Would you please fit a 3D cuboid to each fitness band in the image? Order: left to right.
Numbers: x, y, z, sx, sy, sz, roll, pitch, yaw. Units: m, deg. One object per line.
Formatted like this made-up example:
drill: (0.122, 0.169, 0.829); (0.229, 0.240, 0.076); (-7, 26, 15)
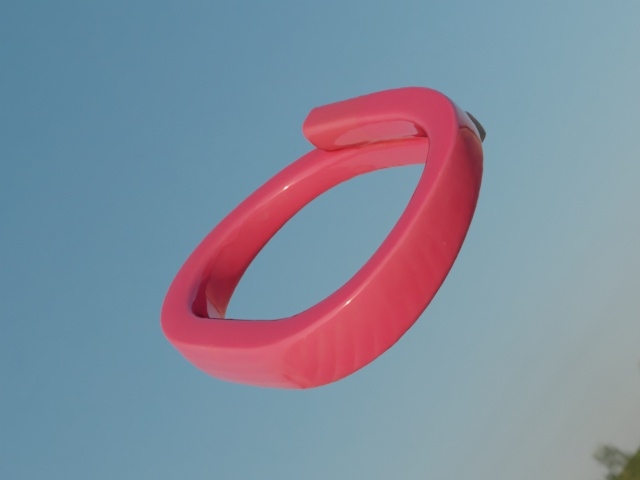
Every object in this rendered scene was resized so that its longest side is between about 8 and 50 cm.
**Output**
fitness band: (0.000, 0.000, 0.927); (0.291, 0.054, 0.209); (-4, 50, 60)
